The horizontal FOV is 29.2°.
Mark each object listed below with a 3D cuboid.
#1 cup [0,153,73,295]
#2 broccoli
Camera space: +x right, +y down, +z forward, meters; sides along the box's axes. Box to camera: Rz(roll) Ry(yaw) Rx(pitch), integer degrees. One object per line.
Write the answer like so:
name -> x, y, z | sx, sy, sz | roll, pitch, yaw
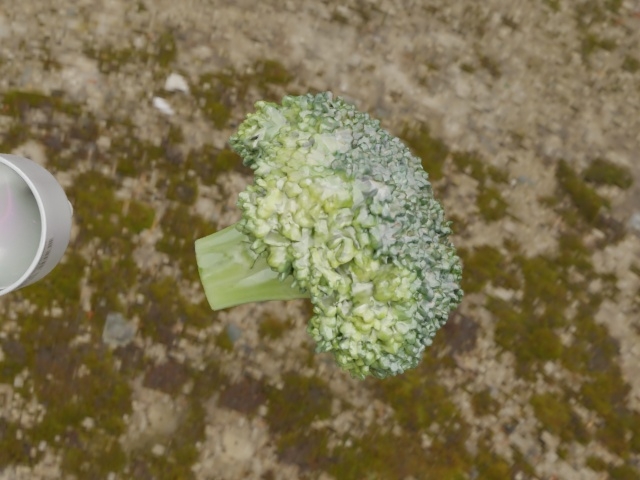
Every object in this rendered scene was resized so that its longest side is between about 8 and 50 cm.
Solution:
cup -> -0.318, -0.004, 1.161 | 0.134, 0.173, 0.142 | 47, 5, 0
broccoli -> 0.011, -0.014, 1.220 | 0.260, 0.235, 0.288 | 3, 35, -11
